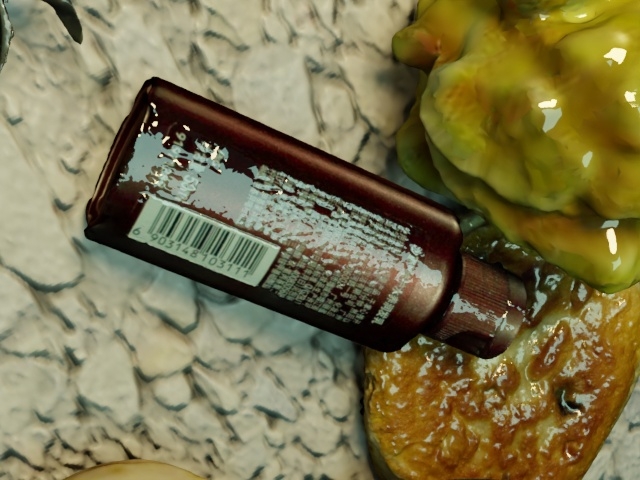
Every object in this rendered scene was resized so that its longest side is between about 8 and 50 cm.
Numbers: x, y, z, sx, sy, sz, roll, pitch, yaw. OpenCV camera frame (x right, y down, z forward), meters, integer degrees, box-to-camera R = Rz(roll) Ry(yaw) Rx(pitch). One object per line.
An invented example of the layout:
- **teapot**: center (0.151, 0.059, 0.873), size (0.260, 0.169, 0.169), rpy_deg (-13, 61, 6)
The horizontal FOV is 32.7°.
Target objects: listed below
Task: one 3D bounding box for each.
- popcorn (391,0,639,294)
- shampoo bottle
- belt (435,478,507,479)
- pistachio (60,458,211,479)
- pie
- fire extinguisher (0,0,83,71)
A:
- **popcorn**: center (0.214, -0.095, 0.811), size (0.290, 0.325, 0.321), rpy_deg (-34, 79, -6)
- **shampoo bottle**: center (0.000, 0.000, 0.797), size (0.323, 0.084, 0.129), rpy_deg (21, 103, -20)
- **belt**: center (0.094, 0.349, 0.834), size (0.173, 0.436, 0.300), rpy_deg (48, 44, -31)
- **pistachio**: center (-0.134, 0.237, 0.830), size (0.215, 0.144, 0.144), rpy_deg (9, 105, -36)
- **pie**: center (0.162, 0.108, 0.957), size (0.315, 0.092, 0.315), rpy_deg (-7, 108, -21)
- **fire extinguisher**: center (-0.326, -0.160, 0.578), size (0.376, 0.113, 0.200), rpy_deg (-15, 124, -21)
